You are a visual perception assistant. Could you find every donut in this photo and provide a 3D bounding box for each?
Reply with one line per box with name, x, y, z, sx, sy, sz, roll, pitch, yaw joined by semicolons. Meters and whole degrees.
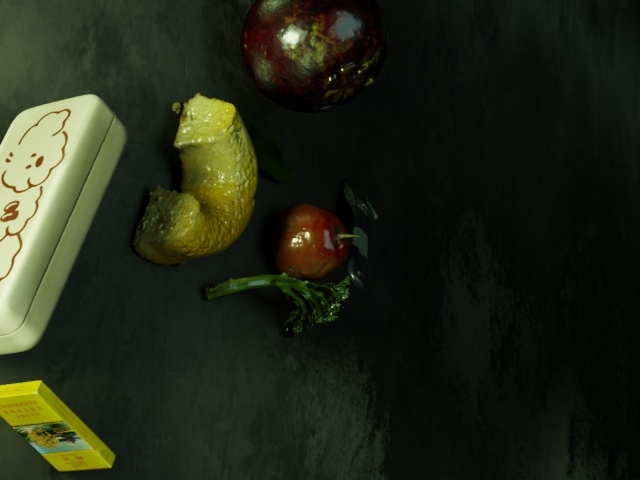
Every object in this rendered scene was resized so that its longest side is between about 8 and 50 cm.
donut;-0.157;-0.066;2.042;0.152;0.101;0.259;50;48;-48

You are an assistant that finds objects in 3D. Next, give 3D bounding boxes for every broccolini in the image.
broccolini;-0.076;0.095;2.174;0.271;0.062;0.123;6;120;-42

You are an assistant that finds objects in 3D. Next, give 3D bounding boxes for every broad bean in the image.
broad bean;-0.118;-0.160;2.180;0.297;0.043;0.060;33;74;-50

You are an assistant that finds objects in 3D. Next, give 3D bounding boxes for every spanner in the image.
spanner;0.059;-0.012;2.350;0.087;0.024;0.316;55;18;-21

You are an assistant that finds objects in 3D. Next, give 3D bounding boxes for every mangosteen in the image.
mangosteen;-0.025;-0.330;2.248;0.231;0.231;0.289;40;13;-47

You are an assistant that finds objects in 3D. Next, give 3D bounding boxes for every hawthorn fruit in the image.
hawthorn fruit;-0.011;-0.001;2.245;0.125;0.140;0.125;50;12;-14

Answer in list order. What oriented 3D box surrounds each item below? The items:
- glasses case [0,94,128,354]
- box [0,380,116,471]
glasses case;-0.343;-0.021;1.693;0.076;0.144;0.336;51;41;-38
box;-0.320;0.223;1.721;0.155;0.087;0.023;53;38;-36
